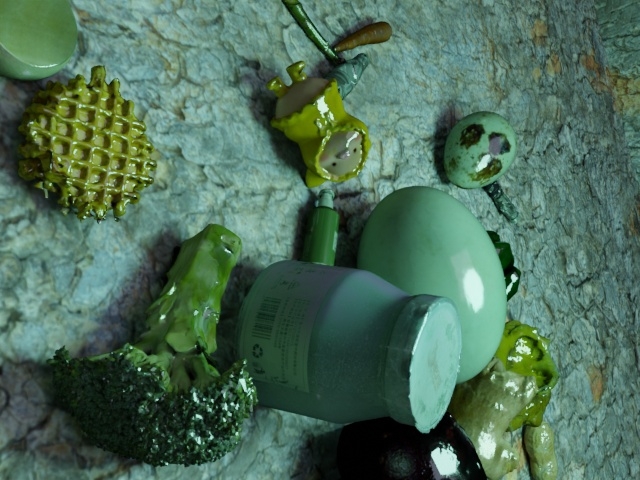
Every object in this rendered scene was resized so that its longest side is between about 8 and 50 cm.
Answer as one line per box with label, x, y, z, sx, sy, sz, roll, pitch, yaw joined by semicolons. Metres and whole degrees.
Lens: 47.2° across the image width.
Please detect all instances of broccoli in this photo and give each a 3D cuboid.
broccoli;-0.172;0.145;1.012;0.252;0.221;0.361;34;45;5

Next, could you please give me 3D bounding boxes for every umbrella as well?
umbrella;0.484;-0.109;1.979;0.188;0.046;0.050;47;65;-35

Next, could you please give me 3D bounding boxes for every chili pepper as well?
chili pepper;0.316;0.098;1.627;0.165;0.261;0.174;55;1;42

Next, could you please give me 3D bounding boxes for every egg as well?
egg;0.211;0.086;1.403;0.276;0.276;0.389;-23;98;-51
egg;0.384;-0.216;1.788;0.231;0.169;0.169;-52;120;-30

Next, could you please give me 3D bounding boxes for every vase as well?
vase;0.040;-0.317;1.468;0.211;0.060;0.060;-50;118;-38

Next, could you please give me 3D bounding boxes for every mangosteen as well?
mangosteen;0.129;0.403;1.253;0.287;0.287;0.233;-12;80;-51

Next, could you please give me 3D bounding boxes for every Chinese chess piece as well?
Chinese chess piece;-0.390;-0.280;0.955;0.144;0.058;0.144;15;69;-46

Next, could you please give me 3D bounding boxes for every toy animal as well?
toy animal;-0.007;-0.212;1.333;0.230;0.156;0.156;57;43;-25

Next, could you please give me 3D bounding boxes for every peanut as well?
peanut;0.559;0.539;1.859;0.080;0.080;0.174;-9;89;-51

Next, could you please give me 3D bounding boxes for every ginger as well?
ginger;0.340;0.374;1.524;0.221;0.275;0.130;52;3;40

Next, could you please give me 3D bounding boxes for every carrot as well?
carrot;0.091;-0.441;1.598;0.216;0.048;0.048;-32;105;-45

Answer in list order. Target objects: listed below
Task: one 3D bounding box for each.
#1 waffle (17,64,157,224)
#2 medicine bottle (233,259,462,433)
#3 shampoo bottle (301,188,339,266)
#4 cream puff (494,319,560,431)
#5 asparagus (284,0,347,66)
waffle;-0.316;-0.124;0.993;0.193;0.070;0.197;52;48;-28
medicine bottle;0.049;0.166;1.130;0.245;0.290;0.245;-21;115;-57
shampoo bottle;0.000;0.000;1.347;0.065;0.065;0.204;31;57;-42
cream puff;0.458;0.314;1.714;0.282;0.185;0.282;14;71;-49
asparagus;0.000;-0.409;1.486;0.236;0.027;0.034;43;60;-34
